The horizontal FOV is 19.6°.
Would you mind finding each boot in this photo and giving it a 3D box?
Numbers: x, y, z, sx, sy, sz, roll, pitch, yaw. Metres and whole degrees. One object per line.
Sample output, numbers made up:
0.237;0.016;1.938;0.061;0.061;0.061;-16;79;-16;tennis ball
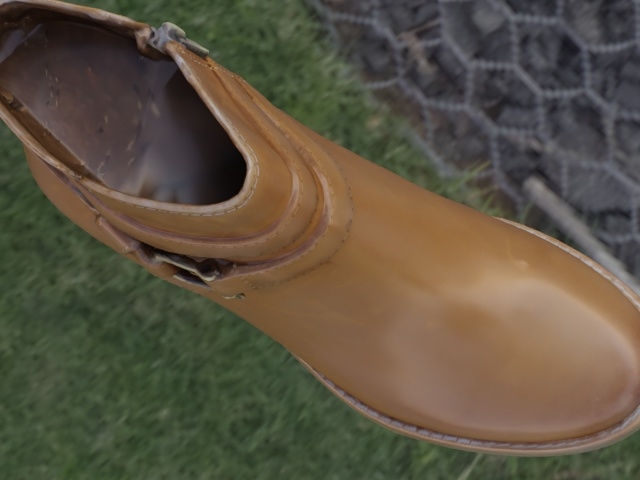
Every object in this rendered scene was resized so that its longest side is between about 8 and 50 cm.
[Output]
0.000;0.000;0.504;0.197;0.152;0.073;20;81;14;boot
